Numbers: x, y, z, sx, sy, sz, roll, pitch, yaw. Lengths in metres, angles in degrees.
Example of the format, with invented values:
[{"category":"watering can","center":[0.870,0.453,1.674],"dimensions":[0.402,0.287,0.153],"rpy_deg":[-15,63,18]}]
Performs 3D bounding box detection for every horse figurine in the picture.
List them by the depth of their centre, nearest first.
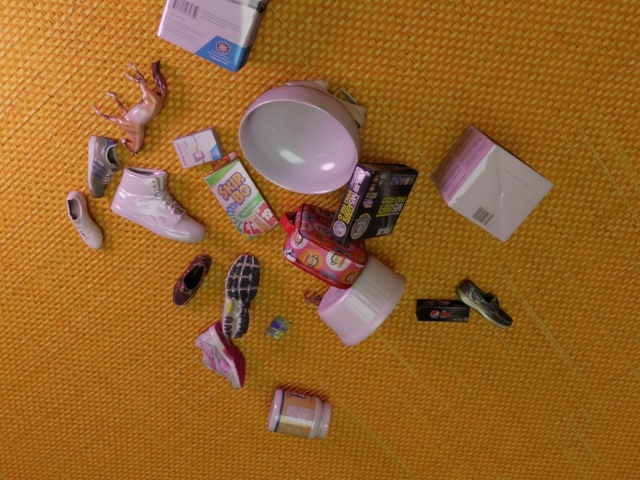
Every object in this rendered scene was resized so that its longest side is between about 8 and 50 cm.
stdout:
[{"category":"horse figurine","center":[-0.516,-0.381,1.542],"dimensions":[0.263,0.066,0.174],"rpy_deg":[-41,101,18]}]

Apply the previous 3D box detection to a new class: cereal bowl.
[{"category":"cereal bowl","center":[-0.046,-0.291,1.503],"dimensions":[0.339,0.141,0.339],"rpy_deg":[12,144,9]}]

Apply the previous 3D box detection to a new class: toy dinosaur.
[{"category":"toy dinosaur","center":[-0.015,0.192,1.782],"dimensions":[0.082,0.090,0.047],"rpy_deg":[17,98,-41]}]

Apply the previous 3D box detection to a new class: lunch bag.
[{"category":"lunch bag","center":[0.000,0.000,1.578],"dimensions":[0.258,0.293,0.120],"rpy_deg":[28,111,-7]}]

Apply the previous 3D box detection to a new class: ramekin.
[{"category":"ramekin","center":[0.118,0.172,1.667],"dimensions":[0.135,0.277,0.277],"rpy_deg":[42,107,-7]}]

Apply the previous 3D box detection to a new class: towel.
[{"category":"towel","center":[-0.143,0.298,1.855],"dimensions":[0.060,0.009,0.083],"rpy_deg":[34,109,-12]}]

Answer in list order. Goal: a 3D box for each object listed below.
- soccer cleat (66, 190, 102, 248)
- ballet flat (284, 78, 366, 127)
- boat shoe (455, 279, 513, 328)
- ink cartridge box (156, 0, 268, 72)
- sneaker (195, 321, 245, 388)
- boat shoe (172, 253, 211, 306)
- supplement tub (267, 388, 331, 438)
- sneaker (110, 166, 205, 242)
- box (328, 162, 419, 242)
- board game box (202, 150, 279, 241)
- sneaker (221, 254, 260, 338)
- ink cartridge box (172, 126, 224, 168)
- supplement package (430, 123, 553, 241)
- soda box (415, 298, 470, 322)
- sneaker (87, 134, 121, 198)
[{"category":"soccer cleat","center":[-0.727,-0.055,1.672],"dimensions":[0.068,0.076,0.196],"rpy_deg":[-12,112,5]},{"category":"ballet flat","center":[0.021,-0.401,1.534],"dimensions":[0.248,0.086,0.086],"rpy_deg":[28,110,-12]},{"category":"boat shoe","center":[0.545,0.207,1.779],"dimensions":[0.223,0.080,0.073],"rpy_deg":[33,114,-8]},{"category":"ink cartridge box","center":[-0.250,-0.623,1.386],"dimensions":[0.223,0.129,0.307],"rpy_deg":[25,117,-6]},{"category":"sneaker","center":[-0.338,0.399,1.857],"dimensions":[0.111,0.103,0.252],"rpy_deg":[-21,105,13]},{"category":"boat shoe","center":[-0.420,0.135,1.755],"dimensions":[0.073,0.073,0.207],"rpy_deg":[28,111,-12]},{"category":"supplement tub","center":[-0.075,0.610,1.913],"dimensions":[0.200,0.144,0.144],"rpy_deg":[13,112,-6]},{"category":"sneaker","center":[-0.465,-0.114,1.631],"dimensions":[0.292,0.108,0.169],"rpy_deg":[23,114,-8]},{"category":"box","center":[0.157,-0.111,1.559],"dimensions":[0.060,0.270,0.216],"rpy_deg":[33,113,29]},{"category":"board game box","center":[-0.243,-0.133,1.664],"dimensions":[0.124,0.039,0.259],"rpy_deg":[-28,107,10]},{"category":"sneaker","center":[-0.271,0.174,1.754],"dimensions":[0.107,0.110,0.275],"rpy_deg":[13,95,-23]},{"category":"ink cartridge box","center":[-0.355,-0.269,1.595],"dimensions":[0.122,0.052,0.088],"rpy_deg":[-15,112,8]},{"category":"supplement package","center":[0.462,-0.167,1.522],"dimensions":[0.199,0.262,0.198],"rpy_deg":[31,110,-12]},{"category":"soda box","center":[0.402,0.231,1.803],"dimensions":[0.169,0.053,0.060],"rpy_deg":[1,112,-1]},{"category":"sneaker","center":[-0.632,-0.211,1.612],"dimensions":[0.086,0.064,0.192],"rpy_deg":[8,109,2]}]
